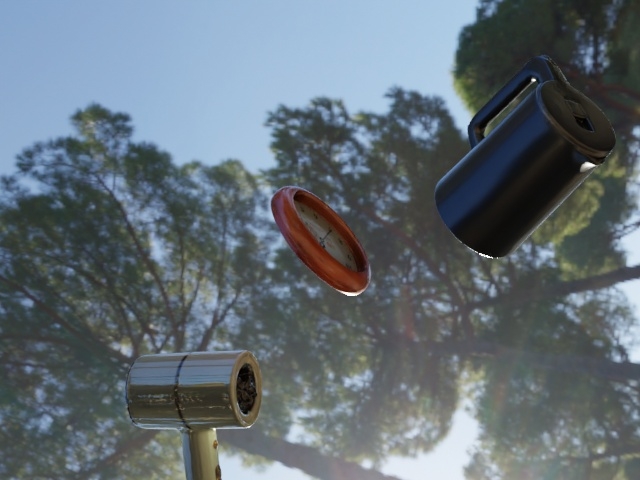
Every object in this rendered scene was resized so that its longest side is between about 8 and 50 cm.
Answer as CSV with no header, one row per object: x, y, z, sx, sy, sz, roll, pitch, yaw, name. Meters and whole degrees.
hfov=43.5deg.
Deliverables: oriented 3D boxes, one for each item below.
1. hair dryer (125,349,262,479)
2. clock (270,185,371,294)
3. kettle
-0.196,0.366,1.342,0.128,0.203,0.362,-20,-75,-73,hair dryer
0.000,0.000,1.242,0.051,0.205,0.205,-42,-34,20,clock
0.389,-0.154,1.526,0.203,0.308,0.262,31,-138,-9,kettle
